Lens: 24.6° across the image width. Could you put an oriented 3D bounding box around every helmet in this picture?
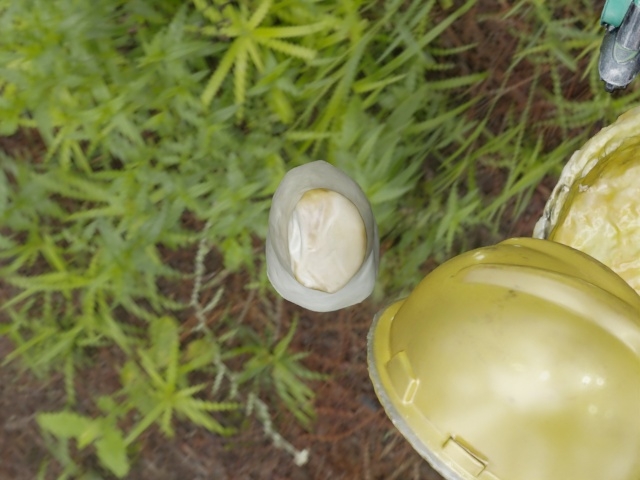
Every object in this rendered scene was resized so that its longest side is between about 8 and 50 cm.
[{"bbox_3d":[0.166,0.085,1.002,0.257,0.205,0.140,39,125,15],"label":"helmet"}]

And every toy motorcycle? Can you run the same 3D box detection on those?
[{"bbox_3d":[0.244,-0.188,1.078,0.058,0.173,0.100,22,151,11],"label":"toy motorcycle"}]

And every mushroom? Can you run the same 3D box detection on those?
[{"bbox_3d":[0.000,-0.002,1.163,0.097,0.351,0.109,-1,84,1],"label":"mushroom"}]

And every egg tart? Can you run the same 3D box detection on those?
[{"bbox_3d":[0.365,0.030,1.481,0.388,0.169,0.388,-2,87,39],"label":"egg tart"}]
